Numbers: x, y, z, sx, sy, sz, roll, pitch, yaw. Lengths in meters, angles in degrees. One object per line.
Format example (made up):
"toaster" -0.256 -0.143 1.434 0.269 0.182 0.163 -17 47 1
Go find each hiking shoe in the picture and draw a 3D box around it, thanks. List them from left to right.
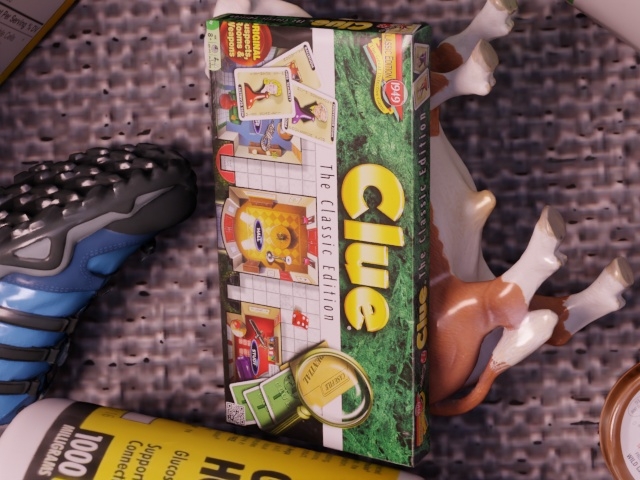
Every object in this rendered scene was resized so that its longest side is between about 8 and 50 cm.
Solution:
"hiking shoe" -0.203 0.047 0.861 0.304 0.113 0.132 -30 117 0

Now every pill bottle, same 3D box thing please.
"pill bottle" -0.033 0.215 0.782 0.334 0.188 0.188 11 91 6

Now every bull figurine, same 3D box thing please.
"bull figurine" 0.051 -0.045 0.805 0.188 0.101 0.310 -24 95 36

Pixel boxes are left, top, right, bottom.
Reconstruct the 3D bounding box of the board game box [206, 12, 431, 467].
"board game box" 0.000 0.000 0.773 0.136 0.030 0.260 7 110 26

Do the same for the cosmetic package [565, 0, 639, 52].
"cosmetic package" 0.261 -0.162 0.746 0.365 0.197 0.155 38 94 7

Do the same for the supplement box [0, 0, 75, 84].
"supplement box" -0.343 -0.121 0.816 0.195 0.194 0.356 43 94 5

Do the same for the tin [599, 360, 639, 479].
"tin" 0.265 0.099 0.825 0.189 0.040 0.106 -38 90 5
